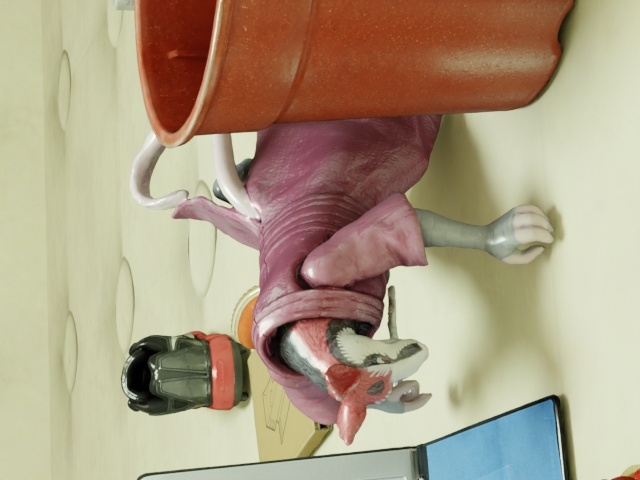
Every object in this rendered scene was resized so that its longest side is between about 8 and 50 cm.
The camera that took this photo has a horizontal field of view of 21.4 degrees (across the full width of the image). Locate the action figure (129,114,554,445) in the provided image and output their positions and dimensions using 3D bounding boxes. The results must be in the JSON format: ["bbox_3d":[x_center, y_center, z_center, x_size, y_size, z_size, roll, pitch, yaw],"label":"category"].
[{"bbox_3d":[0.000,0.000,1.286,0.370,0.275,0.248,-89,22,-57],"label":"action figure"}]

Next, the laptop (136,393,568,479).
[{"bbox_3d":[0.016,0.339,1.288,0.236,0.407,0.382,39,-135,-69],"label":"laptop"}]

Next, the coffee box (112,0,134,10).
[{"bbox_3d":[-0.064,-0.279,1.512,0.098,0.246,0.141,111,154,-49],"label":"coffee box"}]

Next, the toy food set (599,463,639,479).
[{"bbox_3d":[0.197,0.182,1.058,0.082,0.020,0.083,137,131,-66],"label":"toy food set"}]

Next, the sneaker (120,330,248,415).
[{"bbox_3d":[-0.180,0.158,2.039,0.276,0.135,0.098,168,100,-73],"label":"sneaker"}]

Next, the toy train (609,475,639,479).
[{"bbox_3d":[0.205,0.105,0.925,0.248,0.105,0.143,159,121,-71],"label":"toy train"}]

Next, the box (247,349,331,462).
[{"bbox_3d":[-0.035,0.157,1.772,0.201,0.021,0.164,121,146,-58],"label":"box"}]

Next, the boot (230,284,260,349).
[{"bbox_3d":[-0.033,0.077,1.671,0.158,0.059,0.085,-46,53,40],"label":"boot"}]

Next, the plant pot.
[{"bbox_3d":[0.024,-0.196,1.213,0.272,0.265,0.272,-179,90,-72],"label":"plant pot"}]
